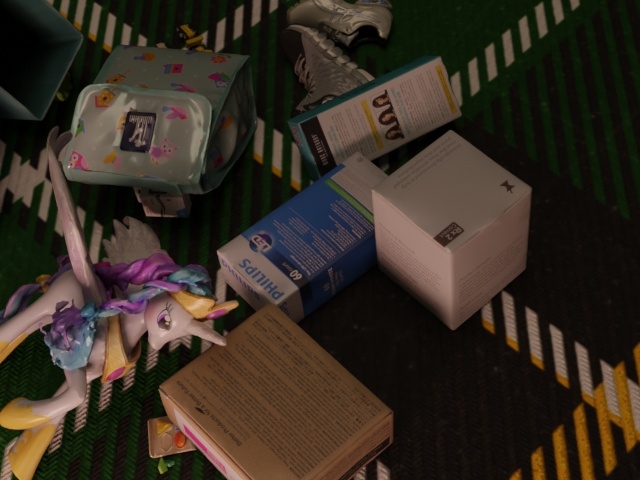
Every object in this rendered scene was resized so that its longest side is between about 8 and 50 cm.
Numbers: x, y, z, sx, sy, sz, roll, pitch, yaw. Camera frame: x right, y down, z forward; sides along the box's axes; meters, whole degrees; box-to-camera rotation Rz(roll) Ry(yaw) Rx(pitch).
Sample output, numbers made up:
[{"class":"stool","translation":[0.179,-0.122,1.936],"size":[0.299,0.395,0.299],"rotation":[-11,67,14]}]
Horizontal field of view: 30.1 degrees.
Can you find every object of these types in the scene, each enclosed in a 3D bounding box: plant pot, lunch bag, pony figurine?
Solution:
[{"class":"plant pot","translation":[-0.531,-0.294,1.873],"size":[0.234,0.166,0.165],"rotation":[1,60,41]},{"class":"lunch bag","translation":[-0.233,-0.167,1.749],"size":[0.223,0.160,0.262],"rotation":[8,40,13]},{"class":"pony figurine","translation":[-0.305,0.081,1.549],"size":[0.363,0.303,0.351],"rotation":[-35,55,7]}]

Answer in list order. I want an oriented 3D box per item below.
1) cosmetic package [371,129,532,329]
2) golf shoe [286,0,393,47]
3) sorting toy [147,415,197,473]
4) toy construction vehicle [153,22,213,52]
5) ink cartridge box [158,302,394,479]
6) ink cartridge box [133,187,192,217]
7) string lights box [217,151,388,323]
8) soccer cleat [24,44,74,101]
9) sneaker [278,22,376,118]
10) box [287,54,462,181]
[{"class":"cosmetic package","translation":[0.175,-0.013,1.589],"size":[0.151,0.184,0.151],"rotation":[-37,58,-21]},{"class":"golf shoe","translation":[0.030,-0.352,1.939],"size":[0.176,0.069,0.086],"rotation":[-2,59,6]},{"class":"sorting toy","translation":[-0.190,0.260,1.534],"size":[0.062,0.012,0.083],"rotation":[-9,52,-1]},{"class":"toy construction vehicle","translation":[-0.224,-0.308,1.958],"size":[0.086,0.035,0.098],"rotation":[-28,57,-27]},{"class":"ink cartridge box","translation":[-0.055,0.219,1.496],"size":[0.193,0.088,0.234],"rotation":[-37,59,-22]},{"class":"ink cartridge box","translation":[-0.236,-0.059,1.758],"size":[0.083,0.048,0.028],"rotation":[2,54,10]},{"class":"string lights box","translation":[0.000,0.000,1.667],"size":[0.259,0.077,0.133],"rotation":[-36,57,-19]},{"class":"soccer cleat","translation":[-0.450,-0.283,1.953],"size":[0.072,0.060,0.179],"rotation":[-23,49,6]},{"class":"sneaker","translation":[-0.016,-0.243,1.850],"size":[0.132,0.086,0.228],"rotation":[-41,60,-19]},{"class":"box","translation":[0.082,-0.182,1.774],"size":[0.244,0.100,0.060],"rotation":[-26,17,-13]}]
